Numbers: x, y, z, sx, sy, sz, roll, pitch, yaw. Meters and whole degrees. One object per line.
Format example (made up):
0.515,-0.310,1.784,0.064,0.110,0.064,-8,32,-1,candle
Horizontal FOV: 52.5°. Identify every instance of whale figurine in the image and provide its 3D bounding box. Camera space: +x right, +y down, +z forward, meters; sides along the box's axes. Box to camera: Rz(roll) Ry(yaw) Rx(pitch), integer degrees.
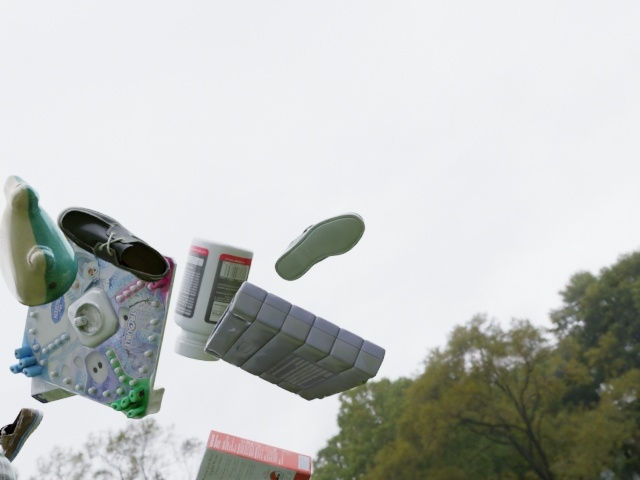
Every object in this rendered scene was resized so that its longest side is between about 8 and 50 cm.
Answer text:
-0.582,0.000,1.340,0.141,0.216,0.271,-13,-64,-37,whale figurine

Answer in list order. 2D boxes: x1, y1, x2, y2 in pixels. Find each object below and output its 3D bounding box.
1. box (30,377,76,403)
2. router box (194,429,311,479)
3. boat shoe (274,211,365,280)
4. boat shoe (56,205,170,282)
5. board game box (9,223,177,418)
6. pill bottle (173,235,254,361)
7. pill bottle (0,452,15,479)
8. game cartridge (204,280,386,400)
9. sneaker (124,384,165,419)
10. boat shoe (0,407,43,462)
-0.662,0.337,1.667,0.137,0.126,0.072,-14,-34,0,box
-0.218,0.732,1.852,0.301,0.082,0.335,17,-70,-6,router box
0.000,0.000,1.720,0.303,0.114,0.091,-29,17,30,boat shoe
-0.397,0.005,1.260,0.233,0.079,0.084,35,-104,-22,boat shoe
-0.549,0.185,1.534,0.050,0.390,0.389,-2,-75,-70,board game box
-0.299,0.159,1.765,0.176,0.176,0.318,16,-92,-53,pill bottle
-0.775,0.469,1.286,0.204,0.204,0.361,-21,-29,-12,pill bottle
-0.055,0.173,1.030,0.230,0.068,0.355,23,-23,-8,game cartridge
-0.631,0.510,2.120,0.148,0.131,0.350,10,-18,6,sneaker
-0.811,0.514,1.704,0.066,0.066,0.183,38,-95,-33,boat shoe
